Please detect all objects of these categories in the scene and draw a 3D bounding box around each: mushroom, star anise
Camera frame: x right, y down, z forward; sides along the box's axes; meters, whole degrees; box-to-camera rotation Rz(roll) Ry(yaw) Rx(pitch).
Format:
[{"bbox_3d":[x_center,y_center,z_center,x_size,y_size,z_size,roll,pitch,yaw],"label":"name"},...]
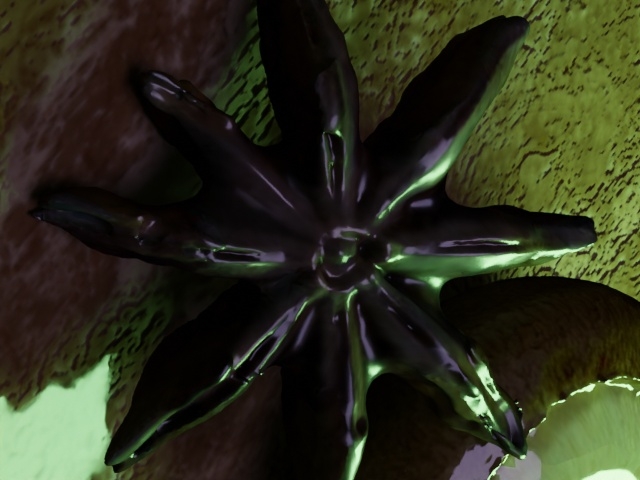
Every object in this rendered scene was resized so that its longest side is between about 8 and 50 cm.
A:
[{"bbox_3d":[0.097,0.153,1.070,0.278,0.163,0.297,-56,142,-28],"label":"mushroom"},{"bbox_3d":[-0.001,-0.001,0.896,0.288,0.088,0.288,-3,97,-24],"label":"star anise"}]
